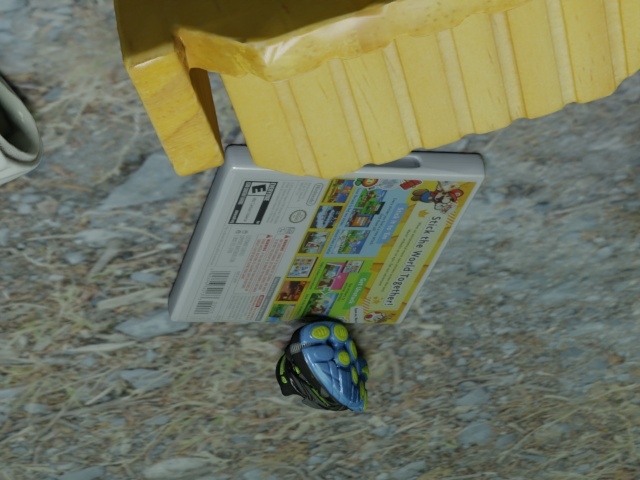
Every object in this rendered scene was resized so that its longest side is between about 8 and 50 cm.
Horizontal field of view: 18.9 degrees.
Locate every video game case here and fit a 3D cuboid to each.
[{"bbox_3d":[0.000,0.000,1.539,0.206,0.026,0.227,1,146,-17],"label":"video game case"}]

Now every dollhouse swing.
[{"bbox_3d":[0.082,-0.106,1.135,0.347,0.315,0.305,-17,128,2],"label":"dollhouse swing"}]

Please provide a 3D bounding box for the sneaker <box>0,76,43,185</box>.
[{"bbox_3d":[-0.306,-0.090,1.242,0.169,0.108,0.292,-26,155,22],"label":"sneaker"}]

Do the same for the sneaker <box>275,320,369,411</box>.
[{"bbox_3d":[-0.003,0.116,1.668,0.078,0.067,0.188,-3,165,8],"label":"sneaker"}]
